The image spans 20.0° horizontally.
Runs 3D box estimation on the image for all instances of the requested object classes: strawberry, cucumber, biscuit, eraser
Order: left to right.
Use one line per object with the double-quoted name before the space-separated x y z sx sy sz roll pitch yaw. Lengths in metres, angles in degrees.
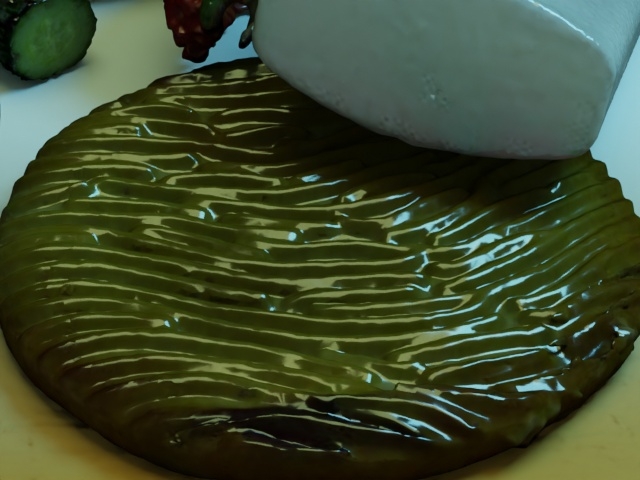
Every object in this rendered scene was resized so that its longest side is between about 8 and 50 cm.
"cucumber" -0.249 -0.175 1.075 0.293 0.068 0.067 30 46 33
"strawberry" -0.051 -0.178 1.011 0.087 0.167 0.208 28 -3 -6
"biscuit" 0.000 0.000 0.873 0.317 0.040 0.318 1 37 -1
"eraser" 0.085 -0.135 0.960 0.174 0.095 0.270 16 27 10
